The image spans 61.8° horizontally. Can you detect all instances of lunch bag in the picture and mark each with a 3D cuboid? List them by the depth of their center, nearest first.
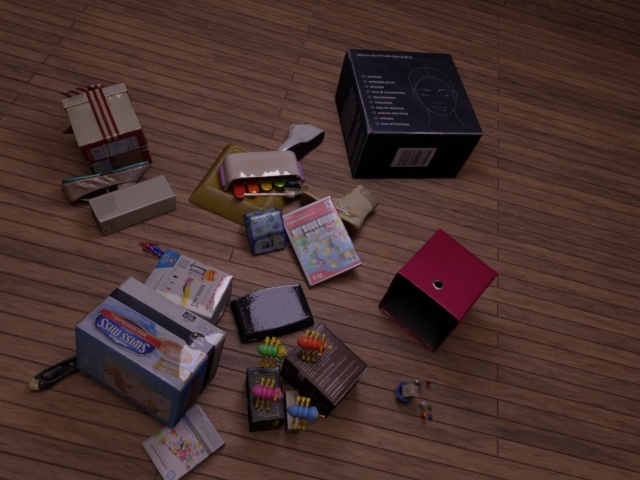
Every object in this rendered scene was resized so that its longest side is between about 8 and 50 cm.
[{"bbox_3d":[-0.195,-0.030,1.912,0.128,0.151,0.096,-14,20,-18],"label":"lunch bag"}]

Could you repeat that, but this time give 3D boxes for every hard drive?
[{"bbox_3d":[-0.160,0.235,1.789,0.254,0.054,0.172,-12,61,-19],"label":"hard drive"}]

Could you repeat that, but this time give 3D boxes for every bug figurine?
[{"bbox_3d":[-0.083,0.382,1.513,0.216,0.072,0.279,6,70,4],"label":"bug figurine"}]

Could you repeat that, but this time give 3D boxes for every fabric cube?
[{"bbox_3d":[0.398,0.170,1.831,0.254,0.259,0.258,40,58,15],"label":"fabric cube"}]

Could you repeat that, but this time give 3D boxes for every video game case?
[{"bbox_3d":[0.000,0.000,1.931,0.204,0.025,0.285,-23,74,-5],"label":"video game case"}]

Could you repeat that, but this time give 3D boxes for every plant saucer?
[{"bbox_3d":[-0.280,-0.224,2.044,0.332,0.081,0.333,23,55,3],"label":"plant saucer"}]

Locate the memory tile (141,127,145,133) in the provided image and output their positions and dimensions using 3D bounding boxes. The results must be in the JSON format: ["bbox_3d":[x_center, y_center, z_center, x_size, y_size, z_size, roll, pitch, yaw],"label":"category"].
[{"bbox_3d":[-0.779,-0.430,2.107,0.148,0.012,0.113,-35,70,-28],"label":"memory tile"}]

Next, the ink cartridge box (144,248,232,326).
[{"bbox_3d":[-0.419,0.172,1.703,0.232,0.168,0.171,22,55,2],"label":"ink cartridge box"}]

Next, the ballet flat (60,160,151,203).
[{"bbox_3d":[-0.754,-0.201,1.917,0.316,0.107,0.106,-15,103,-13],"label":"ballet flat"}]

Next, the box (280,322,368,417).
[{"bbox_3d":[0.008,0.402,1.649,0.203,0.168,0.167,40,61,15],"label":"box"}]

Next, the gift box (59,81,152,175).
[{"bbox_3d":[-0.788,-0.404,1.932,0.276,0.255,0.258,-18,67,-20],"label":"gift box"}]

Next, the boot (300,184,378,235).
[{"bbox_3d":[0.075,-0.152,2.067,0.262,0.095,0.203,30,52,16],"label":"boot"}]

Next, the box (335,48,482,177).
[{"bbox_3d":[0.348,-0.531,2.248,0.479,0.297,0.472,-2,60,-13],"label":"box"}]

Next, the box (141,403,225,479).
[{"bbox_3d":[-0.390,0.581,1.526,0.186,0.038,0.145,-32,69,-27],"label":"box"}]

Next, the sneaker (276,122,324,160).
[{"bbox_3d":[-0.111,-0.401,2.182,0.123,0.106,0.290,35,42,16],"label":"sneaker"}]

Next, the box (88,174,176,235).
[{"bbox_3d":[-0.659,-0.126,1.889,0.275,0.094,0.113,-23,65,-25],"label":"box"}]

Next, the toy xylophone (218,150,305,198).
[{"bbox_3d":[-0.211,-0.235,1.967,0.322,0.081,0.236,1,58,-11],"label":"toy xylophone"}]

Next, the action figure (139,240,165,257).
[{"bbox_3d":[-0.574,0.030,1.848,0.115,0.030,0.038,25,61,7],"label":"action figure"}]

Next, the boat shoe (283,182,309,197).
[{"bbox_3d":[-0.093,-0.199,2.063,0.050,0.045,0.135,0,16,37],"label":"boat shoe"}]

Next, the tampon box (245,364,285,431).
[{"bbox_3d":[-0.166,0.472,1.595,0.101,0.120,0.161,-2,59,-12],"label":"tampon box"}]

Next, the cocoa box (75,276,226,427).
[{"bbox_3d":[-0.488,0.319,1.536,0.347,0.231,0.228,29,43,7],"label":"cocoa box"}]

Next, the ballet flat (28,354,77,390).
[{"bbox_3d":[-0.768,0.379,1.565,0.173,0.049,0.057,-29,67,-27],"label":"ballet flat"}]

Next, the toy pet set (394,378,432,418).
[{"bbox_3d":[0.300,0.507,1.727,0.114,0.065,0.122,29,51,-36],"label":"toy pet set"}]

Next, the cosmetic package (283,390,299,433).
[{"bbox_3d":[-0.087,0.519,1.620,0.041,0.060,0.115,1,59,-13],"label":"cosmetic package"}]
